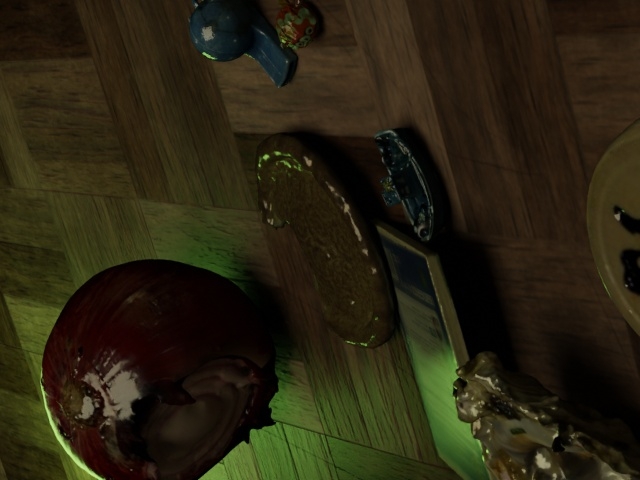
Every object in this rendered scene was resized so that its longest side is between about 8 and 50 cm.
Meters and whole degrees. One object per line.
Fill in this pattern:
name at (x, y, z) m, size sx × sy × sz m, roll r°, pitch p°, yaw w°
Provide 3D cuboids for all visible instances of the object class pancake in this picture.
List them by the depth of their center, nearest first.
pancake at (0.000, 0.000, 2.143) m, size 0.286 × 0.033 × 0.288 m, roll 26°, pitch 137°, yaw 53°

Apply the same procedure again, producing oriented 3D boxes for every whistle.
whistle at (-0.108, -0.246, 2.092) m, size 0.158 × 0.090 × 0.090 m, roll 52°, pitch 148°, yaw 22°

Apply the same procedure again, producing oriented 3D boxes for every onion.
onion at (-0.241, 0.188, 2.393) m, size 0.341 × 0.341 × 0.341 m, roll 37°, pitch 140°, yaw 39°

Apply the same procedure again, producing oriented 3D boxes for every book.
book at (0.137, 0.140, 1.999) m, size 0.228 × 0.018 × 0.323 m, roll -142°, pitch 34°, yaw -71°

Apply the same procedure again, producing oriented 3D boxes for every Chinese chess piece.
Chinese chess piece at (0.355, -0.002, 1.537) m, size 0.257 × 0.104 × 0.257 m, roll 36°, pitch 138°, yaw 40°

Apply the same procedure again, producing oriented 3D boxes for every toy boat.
toy boat at (0.098, -0.062, 1.932) m, size 0.060 × 0.061 × 0.137 m, roll -20°, pitch 96°, yaw 60°

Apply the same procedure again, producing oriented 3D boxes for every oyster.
oyster at (0.280, 0.245, 1.829) m, size 0.354 × 0.107 × 0.201 m, roll 52°, pitch 150°, yaw -20°

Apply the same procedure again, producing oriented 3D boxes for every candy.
candy at (-0.058, -0.304, 2.026) m, size 0.055 × 0.049 × 0.185 m, roll -40°, pitch 69°, yaw 29°

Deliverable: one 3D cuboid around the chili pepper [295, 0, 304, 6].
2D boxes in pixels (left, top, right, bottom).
chili pepper at (-0.027, -0.336, 1.932) m, size 0.041 × 0.050 × 0.153 m, roll 22°, pitch 133°, yaw 52°
